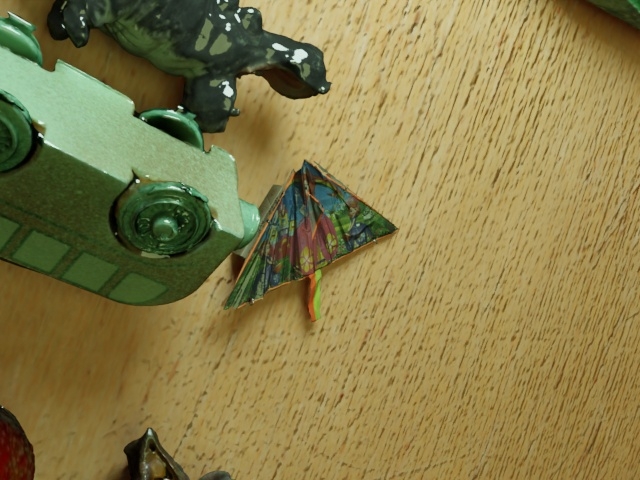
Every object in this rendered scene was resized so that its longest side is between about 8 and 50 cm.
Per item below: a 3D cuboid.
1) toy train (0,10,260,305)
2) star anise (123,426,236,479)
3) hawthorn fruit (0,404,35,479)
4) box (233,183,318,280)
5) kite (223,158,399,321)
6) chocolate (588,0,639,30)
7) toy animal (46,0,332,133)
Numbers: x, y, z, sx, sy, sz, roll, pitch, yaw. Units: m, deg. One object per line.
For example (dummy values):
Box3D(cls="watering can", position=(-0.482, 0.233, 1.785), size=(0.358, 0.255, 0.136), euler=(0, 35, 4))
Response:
Box3D(cls="toy train", position=(-0.201, -0.054, 0.670), size=(0.326, 0.129, 0.159), euler=(27, 125, -33))
Box3D(cls="star anise", position=(-0.167, 0.301, 0.806), size=(0.214, 0.099, 0.220), euler=(37, 83, -17))
Box3D(cls="hawthorn fruit", position=(-0.326, 0.209, 0.637), size=(0.181, 0.181, 0.235), euler=(35, 81, -31))
Box3D(cls="box", position=(-0.045, -0.008, 0.860), size=(0.053, 0.024, 0.083), euler=(35, 81, -32))
Box3D(cls="kite", position=(0.000, 0.000, 0.872), size=(0.241, 0.014, 0.183), euler=(-20, 119, -38))
Box3D(cls="chocolate", position=(0.347, -0.320, 1.005), size=(0.291, 0.110, 0.110), euler=(14, 92, -30))
Box3D(cls="toy animal", position=(-0.143, -0.209, 0.717), size=(0.168, 0.106, 0.343), euler=(-48, 121, -12))
